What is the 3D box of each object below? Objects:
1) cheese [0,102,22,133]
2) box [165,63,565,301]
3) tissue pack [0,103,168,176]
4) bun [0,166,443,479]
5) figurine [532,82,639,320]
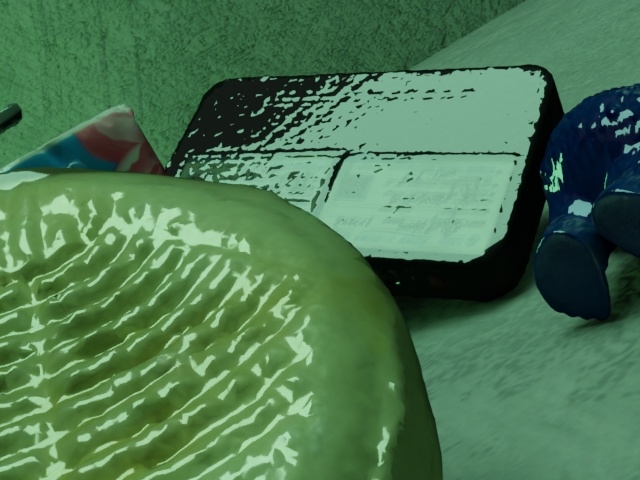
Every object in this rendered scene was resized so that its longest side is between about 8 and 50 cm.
[{"bbox_3d":[-0.281,-0.044,0.748,0.171,0.047,0.092,-33,10,-1],"label":"cheese"},{"bbox_3d":[0.021,-0.054,0.942,0.350,0.058,0.211,4,55,29],"label":"box"},{"bbox_3d":[-0.167,0.067,0.799,0.209,0.270,0.137,-33,9,-28],"label":"tissue pack"},{"bbox_3d":[-0.123,0.135,0.494,0.364,0.202,0.364,-9,39,7],"label":"bun"},{"bbox_3d":[0.223,-0.060,0.734,0.164,0.121,0.262,-28,10,31],"label":"figurine"}]
